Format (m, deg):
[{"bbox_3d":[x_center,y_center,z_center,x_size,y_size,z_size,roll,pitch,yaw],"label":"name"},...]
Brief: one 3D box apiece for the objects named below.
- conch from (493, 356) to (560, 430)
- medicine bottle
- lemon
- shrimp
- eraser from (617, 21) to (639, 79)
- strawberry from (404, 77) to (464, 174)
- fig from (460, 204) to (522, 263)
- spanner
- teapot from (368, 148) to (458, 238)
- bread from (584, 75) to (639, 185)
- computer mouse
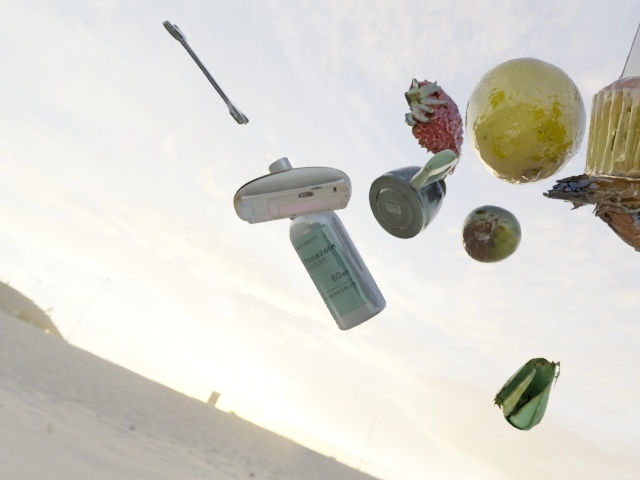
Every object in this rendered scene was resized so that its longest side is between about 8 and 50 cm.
[{"bbox_3d":[0.397,0.294,1.034,0.105,0.079,0.170,10,-67,-9],"label":"conch"},{"bbox_3d":[0.000,0.000,1.035,0.352,0.110,0.110,60,-29,2],"label":"medicine bottle"},{"bbox_3d":[0.413,-0.242,1.075,0.235,0.263,0.236,-7,-7,-1],"label":"lemon"},{"bbox_3d":[0.552,-0.059,0.952,0.316,0.164,0.062,0,-3,-4],"label":"shrimp"},{"bbox_3d":[0.535,-0.315,0.838,0.023,0.150,0.104,12,12,-10],"label":"eraser"},{"bbox_3d":[0.366,-0.338,1.568,0.137,0.234,0.306,-22,-40,29],"label":"strawberry"},{"bbox_3d":[0.525,-0.012,1.623,0.181,0.181,0.191,9,-13,29],"label":"fig"},{"bbox_3d":[-0.202,-0.296,0.935,0.255,0.015,0.054,53,12,12],"label":"spanner"},{"bbox_3d":[0.133,-0.062,0.694,0.124,0.090,0.092,-9,-69,55],"label":"teapot"},{"bbox_3d":[0.523,-0.151,0.762,0.288,0.156,0.204,5,9,-26],"label":"bread"},{"bbox_3d":[-0.046,-0.075,0.885,0.198,0.045,0.102,-10,-34,-1],"label":"computer mouse"}]
